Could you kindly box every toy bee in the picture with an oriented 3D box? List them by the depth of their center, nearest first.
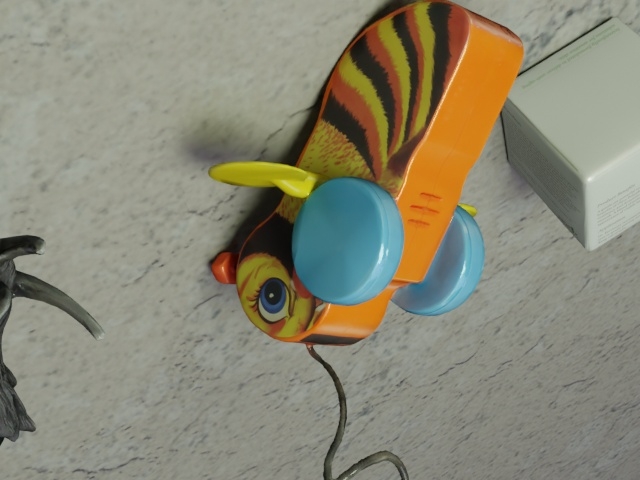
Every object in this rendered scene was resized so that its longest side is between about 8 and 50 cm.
[{"bbox_3d":[0.000,0.000,0.623,0.195,0.162,0.298,41,76,-45],"label":"toy bee"}]

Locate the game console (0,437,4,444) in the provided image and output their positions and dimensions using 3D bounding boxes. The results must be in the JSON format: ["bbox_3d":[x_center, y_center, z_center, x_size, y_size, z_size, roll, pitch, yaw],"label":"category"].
[{"bbox_3d":[-0.389,0.254,0.636,0.342,0.060,0.386,-2,132,-38],"label":"game console"}]

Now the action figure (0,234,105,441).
[{"bbox_3d":[-0.227,0.028,0.448,0.275,0.141,0.164,-18,137,7],"label":"action figure"}]

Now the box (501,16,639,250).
[{"bbox_3d":[0.190,-0.071,0.712,0.101,0.102,0.087,-32,146,-6],"label":"box"}]
